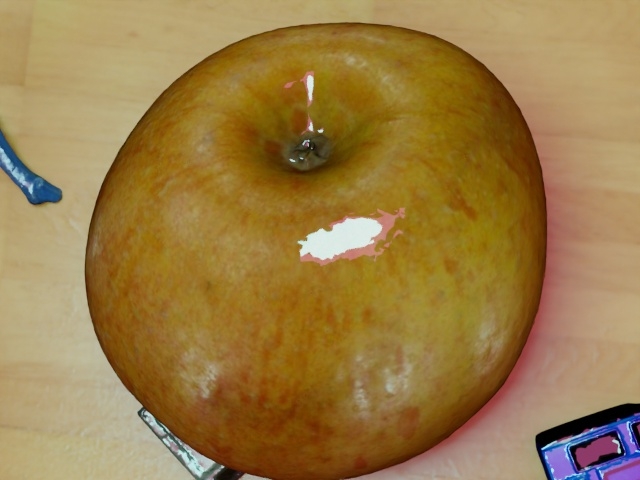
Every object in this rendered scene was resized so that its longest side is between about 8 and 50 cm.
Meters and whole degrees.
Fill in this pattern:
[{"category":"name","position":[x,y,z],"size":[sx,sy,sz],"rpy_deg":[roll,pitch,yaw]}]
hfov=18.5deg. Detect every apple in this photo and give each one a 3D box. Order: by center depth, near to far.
[{"category":"apple","position":[0.000,0.000,1.257],"size":[0.299,0.275,0.299],"rpy_deg":[2,54,-3]}]

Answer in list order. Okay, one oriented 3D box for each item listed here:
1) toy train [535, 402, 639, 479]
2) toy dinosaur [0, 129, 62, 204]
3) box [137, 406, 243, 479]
[{"category":"toy train","position":[0.257,0.162,1.340],"size":[0.204,0.083,0.131],"rpy_deg":[-19,81,1]},{"category":"toy dinosaur","position":[-0.329,-0.133,1.400],"size":[0.329,0.076,0.144],"rpy_deg":[18,64,-21]},{"category":"box","position":[-0.083,0.132,1.376],"size":[0.060,0.063,0.084],"rpy_deg":[-42,84,-1]}]
